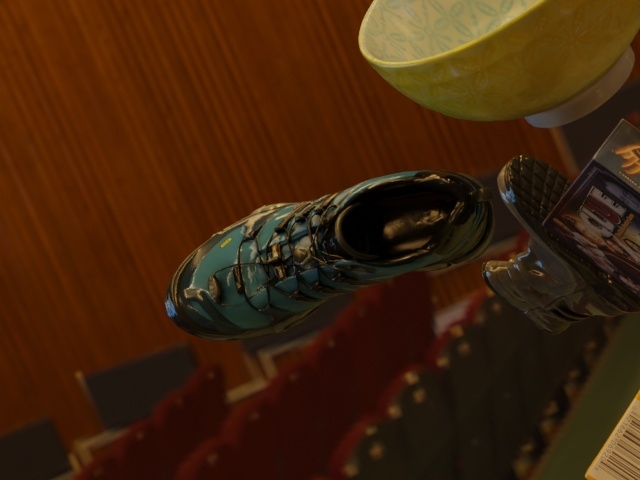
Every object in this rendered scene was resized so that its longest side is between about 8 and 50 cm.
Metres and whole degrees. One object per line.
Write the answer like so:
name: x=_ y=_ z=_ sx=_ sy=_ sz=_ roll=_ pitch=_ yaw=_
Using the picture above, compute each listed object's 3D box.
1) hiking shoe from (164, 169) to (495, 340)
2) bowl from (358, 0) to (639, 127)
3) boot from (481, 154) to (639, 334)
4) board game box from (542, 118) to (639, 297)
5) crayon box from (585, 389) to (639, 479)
hiking shoe: x=0.000 y=0.000 z=1.406 sx=0.304 sy=0.113 sz=0.132 roll=-21 pitch=-11 yaw=5
bowl: x=0.193 y=-0.194 z=1.454 sx=0.289 sy=0.156 sz=0.289 roll=-30 pitch=26 yaw=16
boot: x=0.232 y=0.019 z=1.760 sx=0.161 sy=0.246 sz=0.083 roll=-20 pitch=38 yaw=44
board game box: x=0.275 y=-0.004 z=1.322 sx=0.042 sy=0.165 sz=0.243 roll=-51 pitch=-6 yaw=-10
crayon box: x=0.293 y=0.061 z=0.917 sx=0.278 sy=0.165 sz=0.081 roll=-61 pitch=-15 yaw=15
